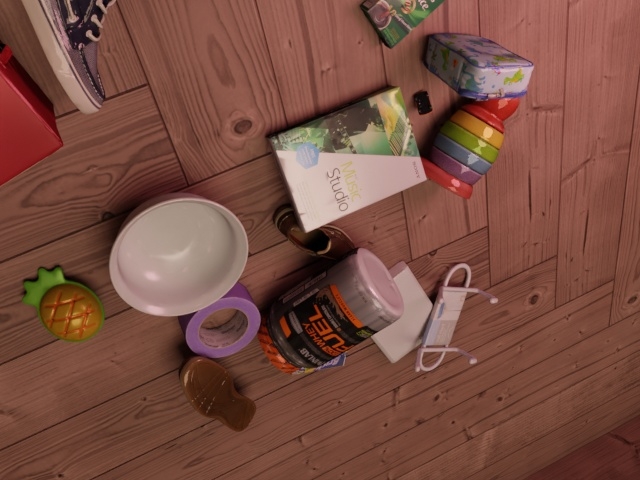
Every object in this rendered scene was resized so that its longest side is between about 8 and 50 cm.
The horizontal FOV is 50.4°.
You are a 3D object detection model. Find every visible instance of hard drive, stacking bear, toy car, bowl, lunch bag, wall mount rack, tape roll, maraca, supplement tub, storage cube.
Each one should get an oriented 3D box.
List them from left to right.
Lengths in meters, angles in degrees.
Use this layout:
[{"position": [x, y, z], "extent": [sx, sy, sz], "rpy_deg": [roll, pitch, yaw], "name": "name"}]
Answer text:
[{"position": [-0.573, -0.217, 1.140], "extent": [0.215, 0.183, 0.193], "rpy_deg": [-33, 132, -4], "name": "storage cube"}, {"position": [-0.553, 0.140, 1.470], "extent": [0.127, 0.099, 0.186], "rpy_deg": [-44, 107, -7], "name": "maraca"}, {"position": [-0.315, 0.008, 1.473], "extent": [0.298, 0.134, 0.298], "rpy_deg": [-14, 128, -18], "name": "bowl"}, {"position": [-0.249, 0.192, 1.677], "extent": [0.189, 0.080, 0.189], "rpy_deg": [-15, 129, -19], "name": "tape roll"}, {"position": [0.019, 0.183, 1.700], "extent": [0.338, 0.207, 0.207], "rpy_deg": [-35, 134, 20], "name": "supplement tub"}, {"position": [0.222, 0.214, 1.971], "extent": [0.203, 0.040, 0.307], "rpy_deg": [-37, 131, 0], "name": "hard drive"}, {"position": [0.274, -0.338, 1.593], "extent": [0.122, 0.060, 0.040], "rpy_deg": [-33, 164, 6], "name": "toy car"}, {"position": [0.362, 0.244, 1.952], "extent": [0.304, 0.130, 0.350], "rpy_deg": [5, 106, -41], "name": "wall mount rack"}, {"position": [0.368, -0.261, 1.637], "extent": [0.175, 0.164, 0.289], "rpy_deg": [20, 107, -37], "name": "stacking bear"}, {"position": [0.345, -0.382, 1.487], "extent": [0.176, 0.219, 0.090], "rpy_deg": [-8, 127, -24], "name": "lunch bag"}]

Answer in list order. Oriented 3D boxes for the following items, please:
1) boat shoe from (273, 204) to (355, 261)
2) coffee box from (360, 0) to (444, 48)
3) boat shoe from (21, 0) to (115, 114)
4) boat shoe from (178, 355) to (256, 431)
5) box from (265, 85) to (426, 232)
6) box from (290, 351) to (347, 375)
[{"position": [-0.005, 0.006, 1.662], "extent": [0.257, 0.095, 0.095], "rpy_deg": [24, 109, -38], "name": "boat shoe"}, {"position": [0.184, -0.508, 1.430], "extent": [0.184, 0.040, 0.113], "rpy_deg": [-41, 131, 3], "name": "coffee box"}, {"position": [-0.398, -0.384, 1.148], "extent": [0.158, 0.127, 0.340], "rpy_deg": [-19, 129, -5], "name": "boat shoe"}, {"position": [-0.288, 0.386, 1.766], "extent": [0.123, 0.123, 0.342], "rpy_deg": [-54, 144, -16], "name": "boat shoe"}, {"position": [0.064, -0.185, 1.540], "extent": [0.322, 0.058, 0.232], "rpy_deg": [-25, 110, -13], "name": "box"}, {"position": [-0.011, 0.329, 1.919], "extent": [0.169, 0.054, 0.059], "rpy_deg": [-6, 125, -25], "name": "box"}]
